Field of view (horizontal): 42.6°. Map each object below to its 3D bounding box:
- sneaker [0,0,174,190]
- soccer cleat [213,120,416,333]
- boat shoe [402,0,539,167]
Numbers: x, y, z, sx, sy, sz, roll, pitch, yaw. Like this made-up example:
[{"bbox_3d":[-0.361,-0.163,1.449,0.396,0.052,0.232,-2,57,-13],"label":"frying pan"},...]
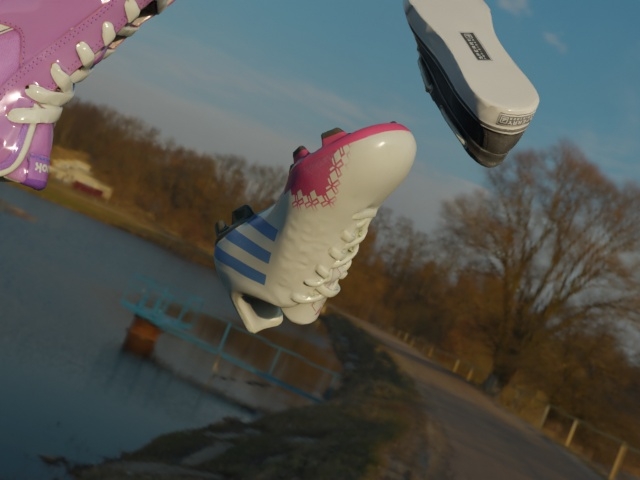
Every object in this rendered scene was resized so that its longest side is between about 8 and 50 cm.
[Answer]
[{"bbox_3d":[-0.165,-0.121,0.537,0.282,0.161,0.102,-18,2,-6],"label":"sneaker"},{"bbox_3d":[0.000,0.000,0.821,0.116,0.143,0.331,-10,-14,-34],"label":"soccer cleat"},{"bbox_3d":[0.165,-0.209,0.988,0.108,0.102,0.301,-4,48,-20],"label":"boat shoe"}]
